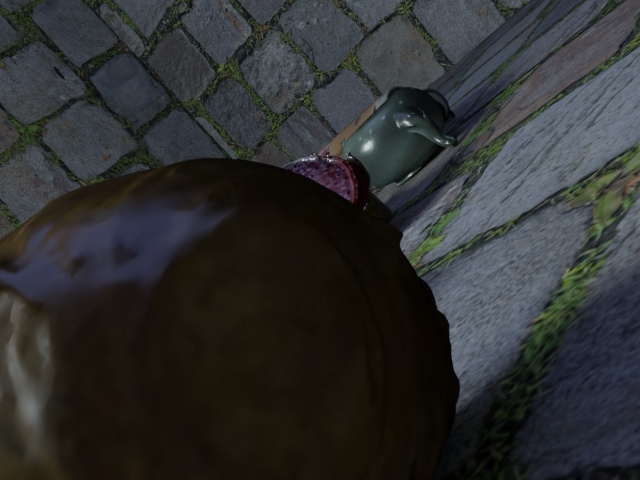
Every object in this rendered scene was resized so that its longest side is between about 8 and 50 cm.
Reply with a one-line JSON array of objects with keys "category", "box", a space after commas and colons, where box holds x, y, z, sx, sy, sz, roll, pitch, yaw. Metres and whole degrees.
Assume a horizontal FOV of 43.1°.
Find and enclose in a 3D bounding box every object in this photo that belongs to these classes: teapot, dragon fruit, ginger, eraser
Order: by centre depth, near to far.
[{"category": "ginger", "box": [-0.064, 0.057, 0.403, 0.223, 0.269, 0.200, -50, -23, -2]}, {"category": "dragon fruit", "box": [-0.003, 0.000, 1.135, 0.223, 0.148, 0.218, -32, 39, 11]}, {"category": "teapot", "box": [0.133, -0.173, 1.418, 0.193, 0.129, 0.294, -45, 4, -18]}, {"category": "eraser", "box": [0.122, -0.213, 1.663, 0.171, 0.087, 0.290, -3, -17, -29]}]

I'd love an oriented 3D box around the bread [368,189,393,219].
[{"category": "bread", "box": [0.056, -0.053, 1.270, 0.105, 0.077, 0.152, -45, 8, 19]}]
